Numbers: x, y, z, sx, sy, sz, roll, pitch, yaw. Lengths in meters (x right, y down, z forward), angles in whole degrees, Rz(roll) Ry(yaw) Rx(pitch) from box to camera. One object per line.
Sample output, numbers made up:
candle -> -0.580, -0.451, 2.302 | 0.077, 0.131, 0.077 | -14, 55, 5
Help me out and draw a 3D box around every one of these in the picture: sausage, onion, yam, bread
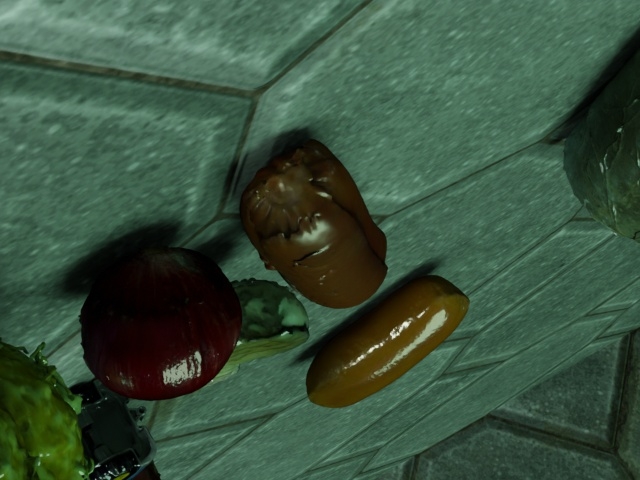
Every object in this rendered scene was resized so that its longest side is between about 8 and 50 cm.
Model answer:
sausage -> 0.078, 0.127, 1.855 | 0.238, 0.098, 0.098 | -40, 164, 20
sausage -> 0.000, 0.000, 1.279 | 0.102, 0.102, 0.330 | -33, 166, 1
onion -> -0.124, 0.065, 1.175 | 0.131, 0.131, 0.131 | -30, 165, -9
yam -> 0.386, -0.115, 1.528 | 0.202, 0.201, 0.271 | -27, 158, -21
bread -> -0.117, 0.083, 1.307 | 0.173, 0.064, 0.232 | 2, 160, -37

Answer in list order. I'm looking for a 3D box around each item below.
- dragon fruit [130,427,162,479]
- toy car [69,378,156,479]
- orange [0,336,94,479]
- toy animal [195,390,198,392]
dragon fruit -> -0.267, 0.373, 1.605 | 0.314, 0.263, 0.296 | -30, 166, -9
toy car -> -0.252, 0.212, 1.439 | 0.191, 0.097, 0.100 | -25, 165, -24
orange -> -0.291, 0.202, 1.047 | 0.300, 0.223, 0.301 | -37, 178, 23
toy animal -> -0.096, 0.110, 1.514 | 0.083, 0.060, 0.081 | -16, 118, -45
